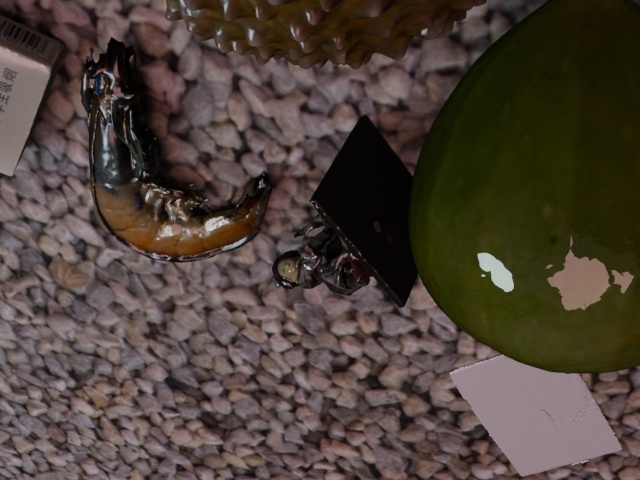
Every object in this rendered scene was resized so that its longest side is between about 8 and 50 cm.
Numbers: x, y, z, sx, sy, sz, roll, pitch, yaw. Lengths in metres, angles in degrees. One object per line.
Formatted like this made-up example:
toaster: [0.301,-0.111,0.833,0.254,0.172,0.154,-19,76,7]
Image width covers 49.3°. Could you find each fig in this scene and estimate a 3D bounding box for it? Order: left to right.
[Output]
fig: [0.222,-0.056,0.611,0.316,0.316,0.316,5,124,8]

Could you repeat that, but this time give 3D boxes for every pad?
pad: [0.294,0.234,0.948,0.156,0.004,0.232,-25,115,24]

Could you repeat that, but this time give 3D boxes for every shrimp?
shrimp: [-0.166,-0.088,0.797,0.222,0.054,0.290,4,127,10]

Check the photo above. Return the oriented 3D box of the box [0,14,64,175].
box: [-0.428,-0.189,0.741,0.259,0.071,0.168,24,125,-21]

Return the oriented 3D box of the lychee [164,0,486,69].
lychee: [0.006,-0.302,0.444,0.380,0.380,0.432,10,140,5]

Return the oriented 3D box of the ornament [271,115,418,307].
ornament: [0.000,0.000,0.786,0.196,0.166,0.153,-25,115,41]
